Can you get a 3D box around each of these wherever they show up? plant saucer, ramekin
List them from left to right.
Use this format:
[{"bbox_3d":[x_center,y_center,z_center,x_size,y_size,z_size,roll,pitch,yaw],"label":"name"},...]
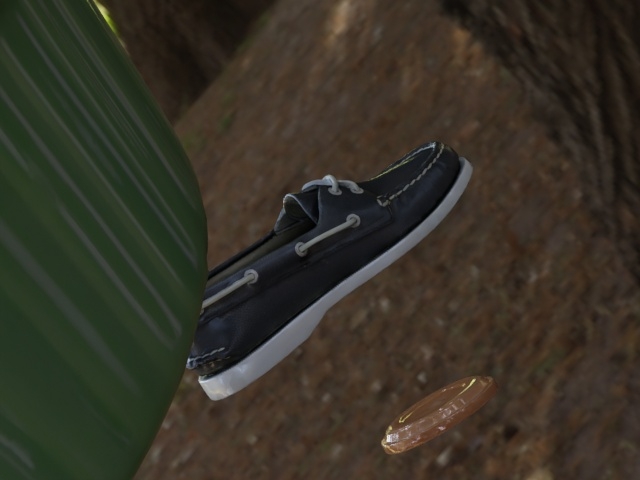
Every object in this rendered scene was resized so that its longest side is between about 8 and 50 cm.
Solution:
[{"bbox_3d":[-0.180,0.012,0.394,0.303,0.148,0.303,-21,40,19],"label":"ramekin"},{"bbox_3d":[0.074,0.109,0.866,0.083,0.013,0.083,-31,1,1],"label":"plant saucer"}]

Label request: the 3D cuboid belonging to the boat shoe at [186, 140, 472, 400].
[{"bbox_3d":[0.000,0.000,1.099,0.302,0.091,0.114,-42,13,-27],"label":"boat shoe"}]
